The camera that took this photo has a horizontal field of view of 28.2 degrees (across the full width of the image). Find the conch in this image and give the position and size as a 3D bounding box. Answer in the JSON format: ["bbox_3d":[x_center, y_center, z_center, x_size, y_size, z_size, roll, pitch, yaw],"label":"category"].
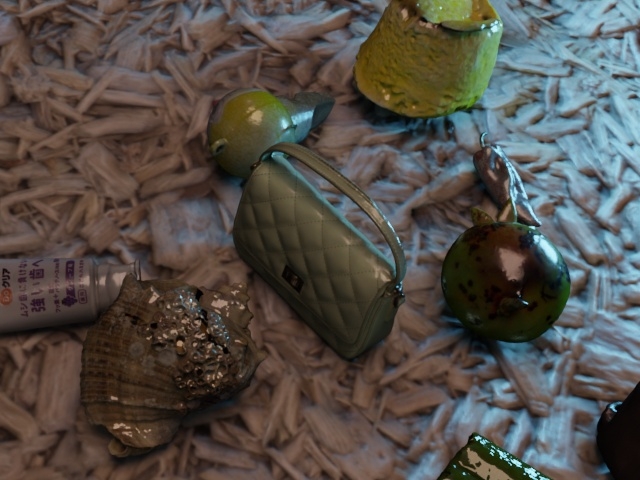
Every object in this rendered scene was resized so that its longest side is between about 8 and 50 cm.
[{"bbox_3d":[-0.169,0.128,1.418,0.178,0.163,0.245,31,71,16],"label":"conch"}]

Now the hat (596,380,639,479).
[{"bbox_3d":[0.496,0.233,1.416,0.336,0.209,0.238,37,52,15],"label":"hat"}]

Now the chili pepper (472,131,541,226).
[{"bbox_3d":[0.246,-0.077,1.709,0.050,0.041,0.153,-27,77,-5],"label":"chili pepper"}]

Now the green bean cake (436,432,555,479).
[{"bbox_3d":[0.125,0.346,1.230,0.156,0.250,0.247,33,53,15],"label":"green bean cake"}]

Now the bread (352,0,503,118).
[{"bbox_3d":[0.149,-0.266,1.755,0.197,0.170,0.197,10,40,-9],"label":"bread"}]

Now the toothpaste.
[{"bbox_3d":[-0.358,0.063,1.477,0.299,0.073,0.114,-4,67,-7],"label":"toothpaste"}]

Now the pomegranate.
[{"bbox_3d":[0.228,0.026,1.561,0.156,0.156,0.220,12,49,-1],"label":"pomegranate"}]

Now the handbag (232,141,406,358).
[{"bbox_3d":[0.000,0.000,1.492,0.079,0.219,0.256,-32,63,-32],"label":"handbag"}]

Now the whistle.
[{"bbox_3d":[-0.069,-0.156,1.671,0.123,0.123,0.223,41,43,20],"label":"whistle"}]
